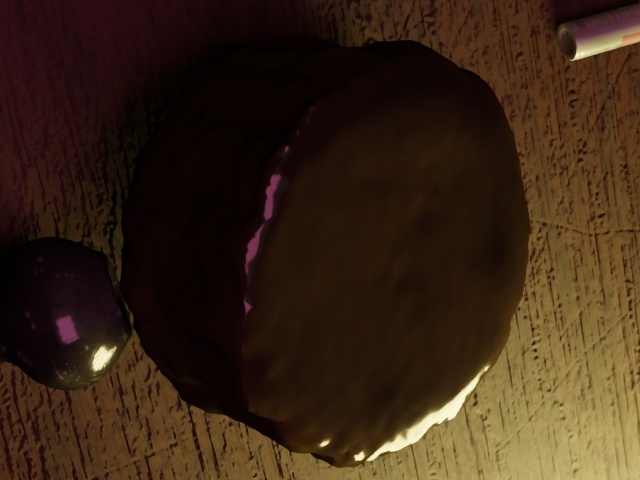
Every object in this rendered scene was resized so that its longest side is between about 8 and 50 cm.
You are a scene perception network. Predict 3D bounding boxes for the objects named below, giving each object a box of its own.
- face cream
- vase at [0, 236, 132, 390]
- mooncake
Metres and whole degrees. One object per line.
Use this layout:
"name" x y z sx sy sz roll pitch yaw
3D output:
"face cream" 0.268 -0.187 1.514 0.130 0.034 0.034 -18 117 -19
"vase" -0.240 0.069 1.339 0.183 0.120 0.120 -17 118 -2
"mooncake" 0.002 0.000 1.347 0.324 0.187 0.324 -13 109 -40
